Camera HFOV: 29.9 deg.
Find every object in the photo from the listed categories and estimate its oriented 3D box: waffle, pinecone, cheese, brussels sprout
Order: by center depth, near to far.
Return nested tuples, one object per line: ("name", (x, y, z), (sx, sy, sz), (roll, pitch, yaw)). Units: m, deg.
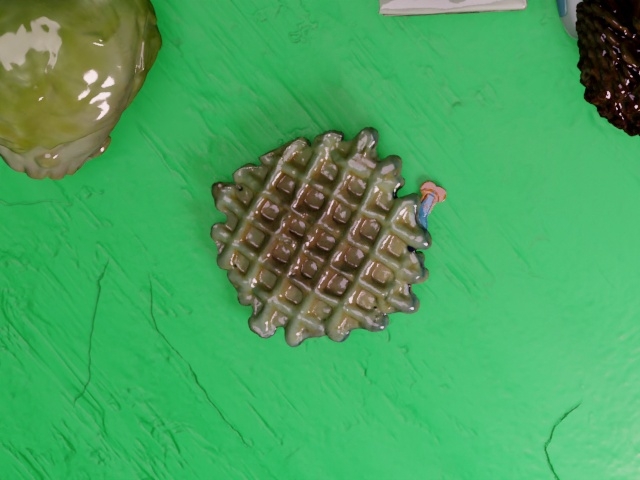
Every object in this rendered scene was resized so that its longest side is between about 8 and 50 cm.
("pinecone", (0.451, -0.254, 1.472), (0.292, 0.246, 0.246), (-27, 94, -6))
("brussels sprout", (-0.375, -0.252, 1.618), (0.274, 0.242, 0.316), (28, 109, -21))
("cheese", (0.135, -0.030, 1.670), (0.047, 0.017, 0.111), (30, 103, 1))
("waffle", (0.000, 0.000, 1.672), (0.309, 0.056, 0.291), (-18, 96, 16))

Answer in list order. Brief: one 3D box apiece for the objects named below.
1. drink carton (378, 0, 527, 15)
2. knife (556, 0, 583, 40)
("drink carton", (0.166, -0.455, 1.540), (0.194, 0.132, 0.324), (-1, 100, 11))
("knife", (0.338, -0.373, 1.574), (0.064, 0.031, 0.221), (-4, 95, 14))
